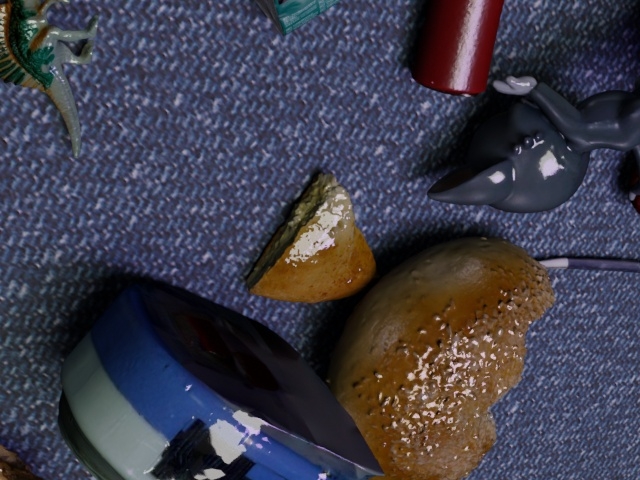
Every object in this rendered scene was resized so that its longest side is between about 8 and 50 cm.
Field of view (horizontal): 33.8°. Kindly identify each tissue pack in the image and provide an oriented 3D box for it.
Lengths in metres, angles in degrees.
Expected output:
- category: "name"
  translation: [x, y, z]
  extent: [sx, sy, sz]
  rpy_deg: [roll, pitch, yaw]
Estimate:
- category: "tissue pack"
  translation: [-0.012, -0.254, 0.939]
  extent: [0.111, 0.079, 0.085]
  rpy_deg: [-35, 161, -6]

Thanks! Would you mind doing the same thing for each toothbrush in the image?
- category: "toothbrush"
  translation: [0.314, 0.027, 1.283]
  extent: [0.288, 0.024, 0.026]
  rpy_deg: [4, 99, -28]

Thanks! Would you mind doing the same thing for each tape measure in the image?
- category: "tape measure"
  translation: [-0.111, 0.164, 0.987]
  extent: [0.262, 0.259, 0.138]
  rpy_deg: [29, 100, -35]

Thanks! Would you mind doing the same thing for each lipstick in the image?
- category: "lipstick"
  translation: [0.148, -0.261, 1.012]
  extent: [0.080, 0.080, 0.241]
  rpy_deg: [0, 115, -27]

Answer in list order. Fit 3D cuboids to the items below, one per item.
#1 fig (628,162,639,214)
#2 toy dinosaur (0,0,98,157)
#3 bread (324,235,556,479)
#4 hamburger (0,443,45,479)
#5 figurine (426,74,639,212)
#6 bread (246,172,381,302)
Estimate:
- category: "fig"
  translation: [0.429, -0.080, 1.253]
  extent: [0.153, 0.119, 0.119]
  rpy_deg: [-38, 143, -62]
- category: "toy dinosaur"
  translation: [-0.246, -0.161, 0.890]
  extent: [0.106, 0.044, 0.187]
  rpy_deg: [7, 125, -16]
- category: "bread"
  translation: [0.116, 0.127, 1.131]
  extent: [0.314, 0.171, 0.192]
  rpy_deg: [-54, 138, 4]
- category: "hamburger"
  translation: [-0.371, 0.243, 0.992]
  extent: [0.262, 0.124, 0.131]
  rpy_deg: [13, 90, -36]
- category: "figurine"
  translation: [0.268, -0.099, 1.084]
  extent: [0.193, 0.265, 0.140]
  rpy_deg: [-5, 95, -52]
- category: "bread"
  translation: [-0.015, 0.020, 1.092]
  extent: [0.136, 0.054, 0.154]
  rpy_deg: [-28, 122, -8]
